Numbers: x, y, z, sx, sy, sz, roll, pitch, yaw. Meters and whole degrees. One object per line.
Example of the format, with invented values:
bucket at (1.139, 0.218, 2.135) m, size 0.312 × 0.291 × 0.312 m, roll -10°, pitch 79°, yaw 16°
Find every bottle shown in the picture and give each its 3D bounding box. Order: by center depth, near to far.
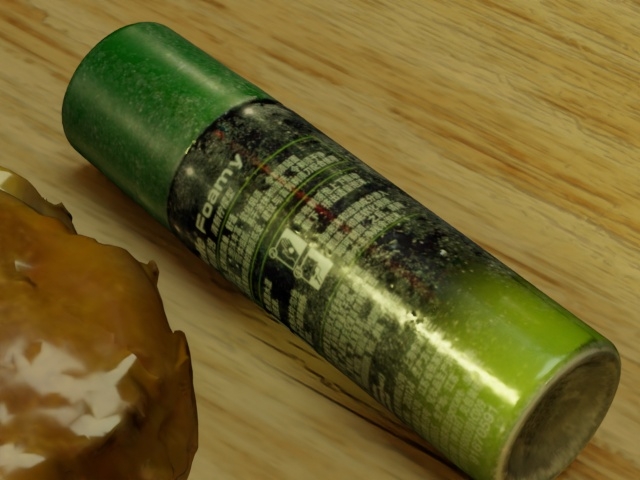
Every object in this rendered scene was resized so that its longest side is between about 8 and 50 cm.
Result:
bottle at (0.000, 0.000, 0.999) m, size 0.093 × 0.093 × 0.330 m, roll -22°, pitch 48°, yaw -41°

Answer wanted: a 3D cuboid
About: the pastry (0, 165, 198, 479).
pastry at (-0.198, 0.097, 0.728) m, size 0.310 × 0.162 × 0.255 m, roll -20°, pitch 57°, yaw -26°
